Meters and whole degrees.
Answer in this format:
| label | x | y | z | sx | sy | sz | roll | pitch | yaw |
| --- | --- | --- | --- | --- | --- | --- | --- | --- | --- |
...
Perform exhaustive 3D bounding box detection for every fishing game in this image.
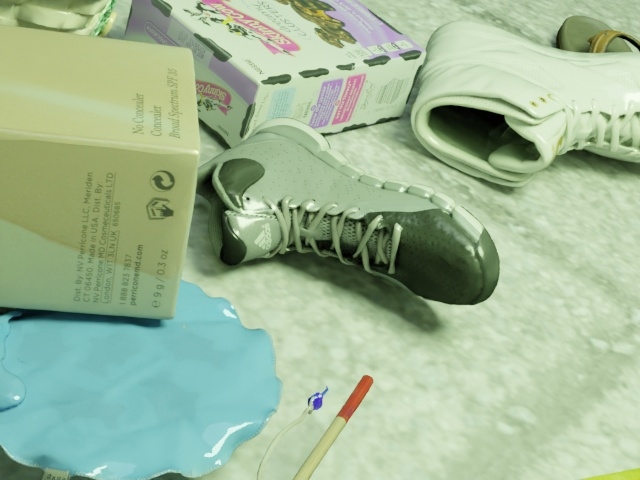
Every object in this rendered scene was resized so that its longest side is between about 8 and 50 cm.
| label | x | y | z | sx | sy | sz | roll | pitch | yaw |
| --- | --- | --- | --- | --- | --- | --- | --- | --- | --- |
| fishing game | -0.113 | 0.081 | 0.713 | 0.264 | 0.041 | 0.189 | 20 | 33 | 14 |

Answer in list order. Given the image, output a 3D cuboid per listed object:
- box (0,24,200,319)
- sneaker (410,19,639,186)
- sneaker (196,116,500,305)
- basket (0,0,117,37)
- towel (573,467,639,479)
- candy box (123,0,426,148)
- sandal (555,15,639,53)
| label | x | y | z | sx | sy | sz | roll | pitch | yaw |
| --- | --- | --- | --- | --- | --- | --- | --- | --- | --- |
| box | -0.234 | -0.051 | 0.733 | 0.311 | 0.121 | 0.148 | 5 | 33 | -13 |
| sneaker | 0.220 | -0.093 | 1.066 | 0.293 | 0.108 | 0.169 | 12 | 36 | 7 |
| sneaker | 0.000 | 0.000 | 0.852 | 0.229 | 0.086 | 0.132 | 30 | 39 | 32 |
| basket | -0.226 | -0.255 | 0.895 | 0.201 | 0.289 | 0.254 | 10 | 37 | -13 |
| towel | 0.214 | 0.177 | 0.755 | 0.237 | 0.021 | 0.102 | -3 | 39 | -29 |
| candy box | -0.039 | -0.159 | 1.048 | 0.196 | 0.070 | 0.165 | -18 | 49 | -42 |
| sandal | 0.293 | -0.172 | 1.236 | 0.090 | 0.060 | 0.219 | 14 | 35 | -8 |
